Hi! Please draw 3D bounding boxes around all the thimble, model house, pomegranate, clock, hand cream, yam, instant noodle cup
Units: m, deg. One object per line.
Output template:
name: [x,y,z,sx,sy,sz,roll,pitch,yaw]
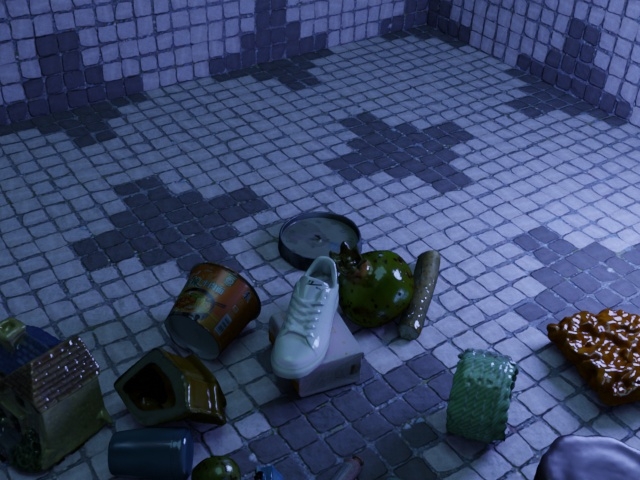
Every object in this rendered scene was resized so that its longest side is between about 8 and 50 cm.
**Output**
thimble: [0.392,0.377,1.833,0.150,0.219,0.219,11,37,15]
model house: [-0.689,0.343,1.782,0.321,0.267,0.261,24,38,27]
pomegranate: [-0.228,0.548,1.672,0.114,0.115,0.142,-6,64,-11]
clock: [0.000,0.000,2.456,0.280,0.056,0.281,1,36,-1]
hand cream: [0.030,0.564,1.703,0.067,0.043,0.209,-17,16,47]
model house: [-0.327,0.383,1.840,0.239,0.173,0.268,28,8,-48]
yam: [0.301,0.152,2.253,0.083,0.083,0.372,10,38,11]
instant noodle cup: [-0.301,0.201,2.047,0.230,0.230,0.182,17,49,18]
pomegranate: [0.152,0.109,2.122,0.230,0.286,0.231,-5,45,5]

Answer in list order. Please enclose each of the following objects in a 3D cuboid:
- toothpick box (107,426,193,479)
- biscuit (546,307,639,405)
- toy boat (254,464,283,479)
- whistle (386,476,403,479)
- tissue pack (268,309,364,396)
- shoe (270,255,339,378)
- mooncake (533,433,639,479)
toothpick box: [-0.389,0.487,1.723,0.184,0.120,0.120,0,36,0]
biscuit: [0.815,0.306,2.046,0.317,0.111,0.312,-11,37,-17]
toy boat: [-0.118,0.602,1.609,0.098,0.109,0.238,-28,40,9]
whistle: [0.165,0.597,1.640,0.122,0.123,0.223,4,15,2]
tissue pack: [-0.015,0.284,2.014,0.184,0.124,0.225,-11,39,-21]
shoe: [-0.030,0.182,1.910,0.131,0.160,0.363,11,37,12]
mooncake: [0.613,0.572,1.636,0.305,0.154,0.306,1,36,-1]
